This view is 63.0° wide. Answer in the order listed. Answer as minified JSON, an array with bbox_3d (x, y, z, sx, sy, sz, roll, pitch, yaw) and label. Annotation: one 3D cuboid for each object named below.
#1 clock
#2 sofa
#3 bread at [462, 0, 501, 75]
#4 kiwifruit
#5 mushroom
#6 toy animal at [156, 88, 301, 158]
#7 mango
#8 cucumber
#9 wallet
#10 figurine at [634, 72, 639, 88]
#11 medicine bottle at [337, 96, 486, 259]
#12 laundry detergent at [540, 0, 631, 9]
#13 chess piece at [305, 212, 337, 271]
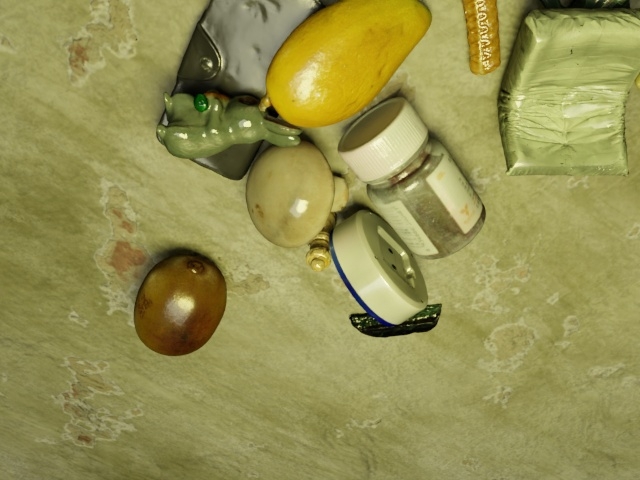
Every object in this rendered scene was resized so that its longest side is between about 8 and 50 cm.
[{"bbox_3d":[0.118,0.051,1.025,0.083,0.230,0.230,-33,116,24],"label":"clock"},{"bbox_3d":[0.396,-0.227,0.809,0.210,0.175,0.225,2,150,2],"label":"sofa"},{"bbox_3d":[0.263,-0.347,0.852,0.052,0.044,0.157,-6,123,17],"label":"bread"},{"bbox_3d":[-0.306,0.137,1.150,0.196,0.196,0.233,19,124,-8],"label":"kiwifruit"},{"bbox_3d":[-0.036,-0.088,0.989,0.204,0.204,0.204,2,124,4],"label":"mushroom"},{"bbox_3d":[-0.158,-0.202,0.907,0.237,0.108,0.138,-4,155,-11],"label":"toy animal"},{"bbox_3d":[0.039,-0.292,0.849,0.317,0.119,0.176,-33,131,6],"label":"mango"},{"bbox_3d":[0.180,0.199,1.238,0.220,0.046,0.070,-8,131,10],"label":"cucumber"},{"bbox_3d":[-0.145,-0.291,0.926,0.197,0.051,0.377,28,121,-15],"label":"wallet"},{"bbox_3d":[0.667,-0.207,0.872,0.325,0.124,0.222,20,127,-5],"label":"figurine"},{"bbox_3d":[0.169,-0.108,0.954,0.165,0.165,0.273,-30,116,23],"label":"medicine bottle"},{"bbox_3d":[0.401,-0.399,0.787,0.144,0.078,0.221,-28,120,24],"label":"laundry detergent"},{"bbox_3d":[0.000,0.001,1.037,0.060,0.172,0.060,3,126,4],"label":"chess piece"}]
